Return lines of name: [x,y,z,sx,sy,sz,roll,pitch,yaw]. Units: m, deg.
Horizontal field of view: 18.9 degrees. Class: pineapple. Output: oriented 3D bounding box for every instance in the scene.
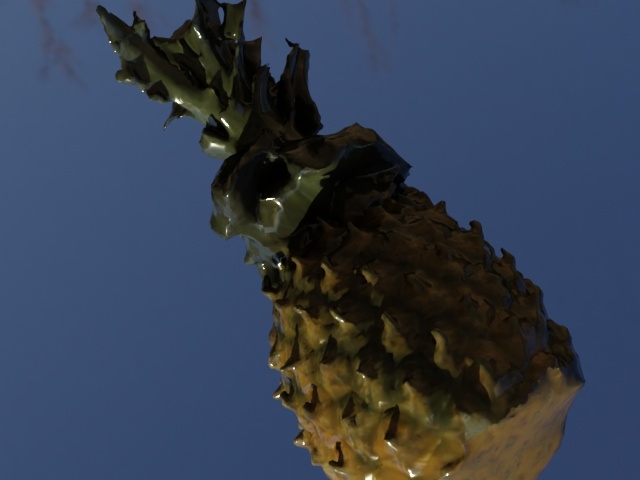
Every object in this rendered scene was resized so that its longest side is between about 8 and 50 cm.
pineapple: [0.000,0.000,0.770,0.125,0.125,0.251,-38,-113,1]
